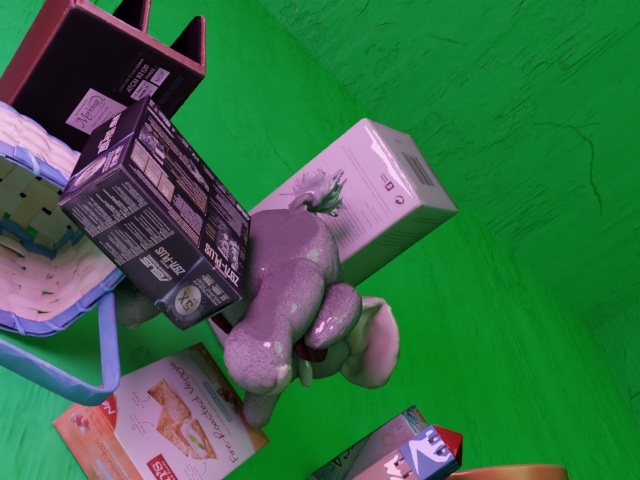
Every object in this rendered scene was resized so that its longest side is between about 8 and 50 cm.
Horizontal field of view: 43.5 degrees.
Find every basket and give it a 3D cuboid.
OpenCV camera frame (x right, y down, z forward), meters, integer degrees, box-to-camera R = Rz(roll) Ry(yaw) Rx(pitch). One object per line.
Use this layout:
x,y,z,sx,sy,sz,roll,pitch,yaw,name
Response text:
-0.304,0.011,0.790,0.254,0.201,0.289,37,18,-31,basket

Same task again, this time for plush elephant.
-0.050,0.099,0.974,0.330,0.271,0.255,-47,137,-39,plush elephant

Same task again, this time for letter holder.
-0.276,-0.194,0.952,0.152,0.302,0.214,25,40,-30,letter holder

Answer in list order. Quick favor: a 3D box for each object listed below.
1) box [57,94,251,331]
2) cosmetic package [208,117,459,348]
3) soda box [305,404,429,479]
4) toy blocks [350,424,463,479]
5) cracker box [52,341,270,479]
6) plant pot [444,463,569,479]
-0.153,-0.028,0.792,0.180,0.077,0.147,51,20,-30,box
0.000,0.000,1.193,0.155,0.365,0.197,59,20,14,cosmetic package
0.071,0.303,1.107,0.063,0.183,0.058,55,22,13,soda box
0.121,0.391,0.882,0.381,0.261,0.191,55,-2,35,toy blocks
-0.170,0.219,0.916,0.156,0.067,0.232,54,22,8,cracker box
0.215,0.437,1.100,0.291,0.291,0.204,24,51,-50,plant pot
